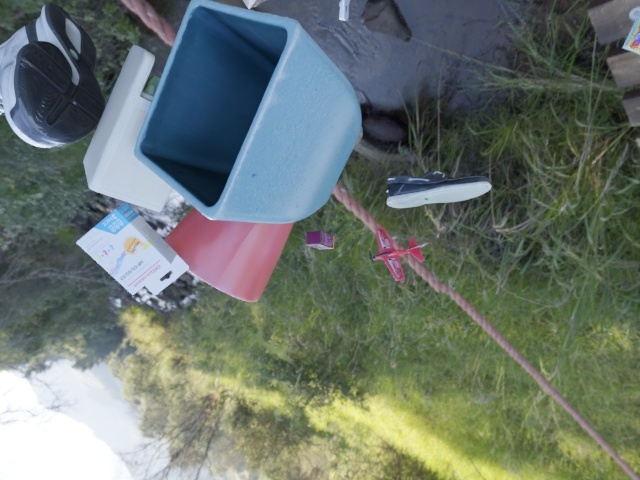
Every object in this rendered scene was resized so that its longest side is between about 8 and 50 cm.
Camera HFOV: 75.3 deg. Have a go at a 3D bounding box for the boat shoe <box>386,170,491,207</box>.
[{"bbox_3d":[0.267,-0.129,0.956,0.233,0.079,0.084,-4,161,22],"label":"boat shoe"}]

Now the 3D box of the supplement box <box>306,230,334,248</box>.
[{"bbox_3d":[0.000,0.000,1.283,0.054,0.043,0.083,-2,169,31],"label":"supplement box"}]

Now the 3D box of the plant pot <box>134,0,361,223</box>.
[{"bbox_3d":[-0.082,-0.169,0.640,0.247,0.248,0.252,34,-167,35],"label":"plant pot"}]

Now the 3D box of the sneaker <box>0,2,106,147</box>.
[{"bbox_3d":[-0.596,-0.285,0.838,0.169,0.257,0.448,50,-167,-49],"label":"sneaker"}]

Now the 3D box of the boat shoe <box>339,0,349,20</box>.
[{"bbox_3d":[0.080,-0.826,1.453,0.035,0.035,0.100,28,133,33],"label":"boat shoe"}]

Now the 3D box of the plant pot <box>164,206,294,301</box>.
[{"bbox_3d":[-0.200,-0.023,1.026,0.275,0.243,0.275,35,180,0],"label":"plant pot"}]

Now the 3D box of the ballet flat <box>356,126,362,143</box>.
[{"bbox_3d":[-0.005,-0.297,1.403,0.342,0.124,0.116,-15,120,43],"label":"ballet flat"}]

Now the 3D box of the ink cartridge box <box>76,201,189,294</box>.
[{"bbox_3d":[-0.363,0.030,0.820,0.181,0.104,0.061,50,-173,-18],"label":"ink cartridge box"}]

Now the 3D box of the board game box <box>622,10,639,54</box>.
[{"bbox_3d":[0.749,-0.411,0.759,0.142,0.144,0.275,13,-162,-12],"label":"board game box"}]

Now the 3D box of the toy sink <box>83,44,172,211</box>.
[{"bbox_3d":[-0.301,-0.194,0.729,0.131,0.234,0.153,20,-167,-39],"label":"toy sink"}]

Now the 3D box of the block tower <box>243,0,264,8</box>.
[{"bbox_3d":[-0.076,-0.697,1.039,0.097,0.335,0.091,52,145,-15],"label":"block tower"}]

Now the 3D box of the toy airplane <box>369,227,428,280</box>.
[{"bbox_3d":[0.188,0.028,1.005,0.151,0.151,0.028,26,153,13],"label":"toy airplane"}]
